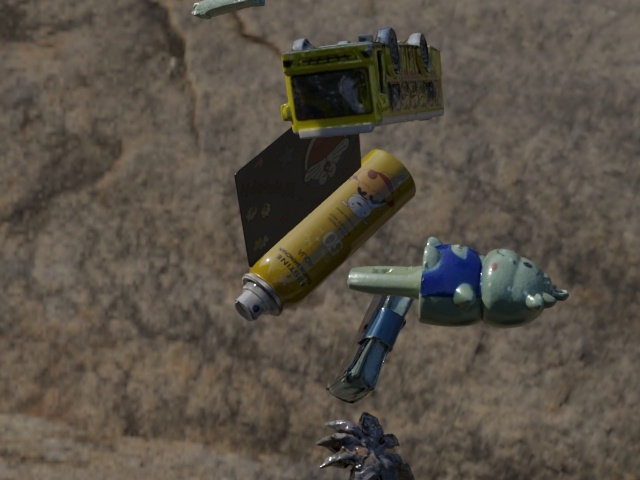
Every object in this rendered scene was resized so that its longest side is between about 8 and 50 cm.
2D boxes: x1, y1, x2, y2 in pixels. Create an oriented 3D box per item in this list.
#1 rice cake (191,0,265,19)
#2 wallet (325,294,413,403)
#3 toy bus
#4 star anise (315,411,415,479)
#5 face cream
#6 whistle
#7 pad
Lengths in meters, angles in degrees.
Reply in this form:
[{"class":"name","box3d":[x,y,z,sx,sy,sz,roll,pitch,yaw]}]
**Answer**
[{"class":"rice cake","box3d":[-0.106,-0.269,1.503,0.022,0.022,0.121,15,-9,-38]},{"class":"wallet","box3d":[0.085,0.155,2.086,0.059,0.141,0.202,29,67,-3]},{"class":"toy bus","box3d":[0.036,-0.123,1.018,0.081,0.074,0.226,-3,6,16]},{"class":"star anise","box3d":[0.080,0.342,2.064,0.180,0.061,0.204,41,29,5]},{"class":"face cream","box3d":[0.000,0.000,2.076,0.105,0.105,0.348,37,67,24]},{"class":"whistle","box3d":[0.152,0.048,1.461,0.244,0.092,0.110,6,17,10]},{"class":"pad","box3d":[-0.024,-0.091,1.743,0.006,0.170,0.245,27,52,28]}]
